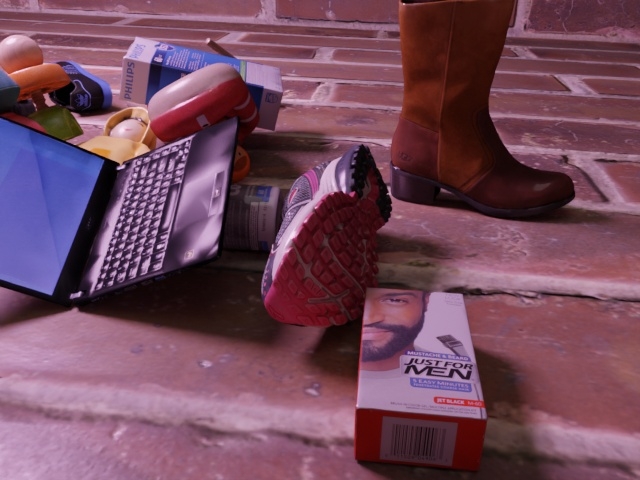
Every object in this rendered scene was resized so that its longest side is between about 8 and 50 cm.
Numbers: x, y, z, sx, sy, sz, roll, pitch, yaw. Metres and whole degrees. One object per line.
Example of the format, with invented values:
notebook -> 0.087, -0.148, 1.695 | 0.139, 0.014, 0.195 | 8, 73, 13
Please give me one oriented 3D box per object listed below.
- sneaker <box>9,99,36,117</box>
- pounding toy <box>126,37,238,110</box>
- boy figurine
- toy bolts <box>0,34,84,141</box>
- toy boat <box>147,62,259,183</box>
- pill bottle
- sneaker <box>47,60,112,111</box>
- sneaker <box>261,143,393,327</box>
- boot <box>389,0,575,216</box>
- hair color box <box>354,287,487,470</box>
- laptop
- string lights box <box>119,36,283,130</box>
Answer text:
sneaker -> -0.575, -0.245, 1.170 | 0.089, 0.051, 0.170 | -20, 30, -29
pounding toy -> -0.268, -0.357, 1.303 | 0.269, 0.155, 0.154 | -11, 34, -25
boy figurine -> -0.299, -0.109, 0.875 | 0.177, 0.092, 0.285 | 6, 29, 13
toy bolts -> -0.452, -0.183, 0.839 | 0.218, 0.159, 0.228 | -23, 14, -8
toy boat -> -0.155, -0.155, 0.933 | 0.151, 0.151, 0.231 | -28, -8, 0
pill bottle -> -0.116, -0.029, 0.738 | 0.137, 0.078, 0.078 | 4, 26, 2
sneaker -> -0.531, -0.322, 1.296 | 0.232, 0.081, 0.090 | 24, 26, 34
sneaker -> 0.000, 0.000, 0.676 | 0.112, 0.121, 0.299 | -20, 19, 23
boot -> 0.228, -0.182, 0.846 | 0.264, 0.281, 0.096 | 11, 28, 18
hair color box -> 0.077, 0.104, 0.513 | 0.093, 0.053, 0.167 | 3, 25, 4
laptop -> -0.237, -0.064, 0.654 | 0.264, 0.137, 0.234 | -18, 43, 16
string lights box -> -0.200, -0.272, 1.081 | 0.259, 0.077, 0.133 | 9, 31, -11
